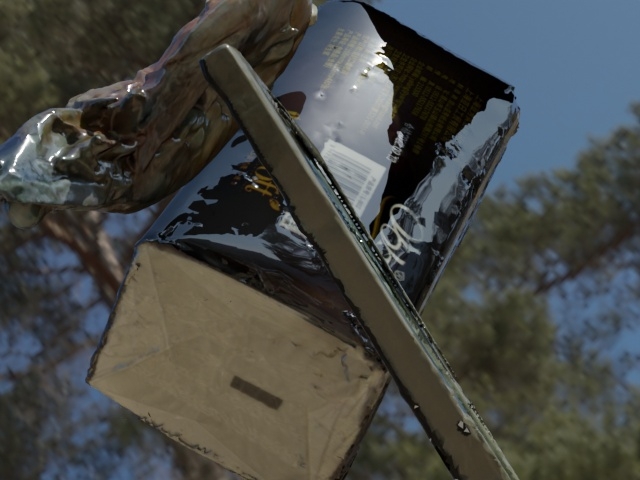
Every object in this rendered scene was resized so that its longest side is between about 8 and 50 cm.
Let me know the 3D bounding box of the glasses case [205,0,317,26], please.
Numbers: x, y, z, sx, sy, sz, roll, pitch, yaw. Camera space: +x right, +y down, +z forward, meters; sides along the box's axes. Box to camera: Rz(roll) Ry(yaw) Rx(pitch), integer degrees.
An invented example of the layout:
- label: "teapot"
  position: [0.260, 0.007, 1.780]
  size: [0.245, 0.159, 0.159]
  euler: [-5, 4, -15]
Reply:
- label: "glasses case"
  position: [-0.044, -0.170, 1.349]
  size: [0.083, 0.032, 0.021]
  euler: [4, -63, -3]

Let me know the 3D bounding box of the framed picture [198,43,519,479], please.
- label: "framed picture"
  position: [0.058, 0.077, 0.822]
  size: [0.022, 0.335, 0.247]
  euler: [-32, -11, 2]

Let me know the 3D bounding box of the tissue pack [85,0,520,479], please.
- label: "tissue pack"
  position: [0.000, 0.000, 1.375]
  size: [0.210, 0.370, 0.198]
  euler: [32, -50, 1]

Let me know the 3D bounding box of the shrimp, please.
- label: "shrimp"
  position: [-0.083, -0.078, 0.964]
  size: [0.164, 0.062, 0.317]
  euler: [-54, -8, 23]
